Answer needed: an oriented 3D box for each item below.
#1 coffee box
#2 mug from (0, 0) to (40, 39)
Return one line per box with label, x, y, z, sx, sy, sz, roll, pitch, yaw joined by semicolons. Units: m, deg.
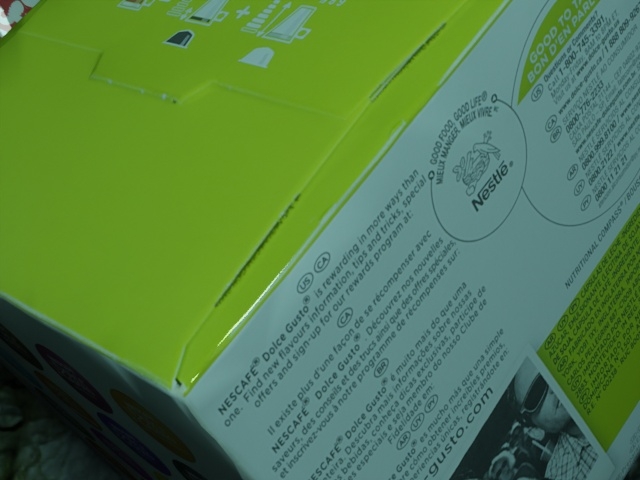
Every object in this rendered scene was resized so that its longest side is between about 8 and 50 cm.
coffee box;0.000;0.000;0.733;0.338;0.337;0.334;-50;133;-19
mug;-0.248;-0.161;0.804;0.150;0.113;0.169;-36;99;-25
